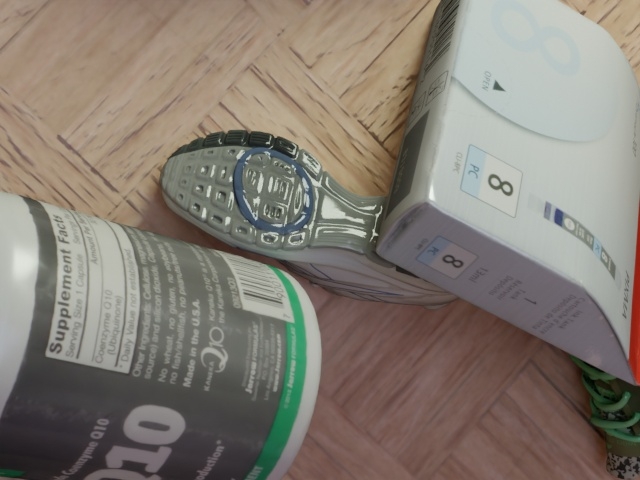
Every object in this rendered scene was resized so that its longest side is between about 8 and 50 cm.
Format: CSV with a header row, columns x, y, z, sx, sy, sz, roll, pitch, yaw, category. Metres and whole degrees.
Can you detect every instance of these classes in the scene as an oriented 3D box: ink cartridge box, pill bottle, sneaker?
x,y,z,sx,sy,sz,roll,pitch,yaw,category
0.253,-0.039,1.093,0.385,0.091,0.308,26,48,-12,ink cartridge box
-0.197,0.080,0.958,0.361,0.204,0.204,16,90,-33,pill bottle
0.000,0.000,1.101,0.297,0.129,0.111,20,61,-1,sneaker
0.312,0.145,1.221,0.410,0.158,0.182,28,98,-16,sneaker
